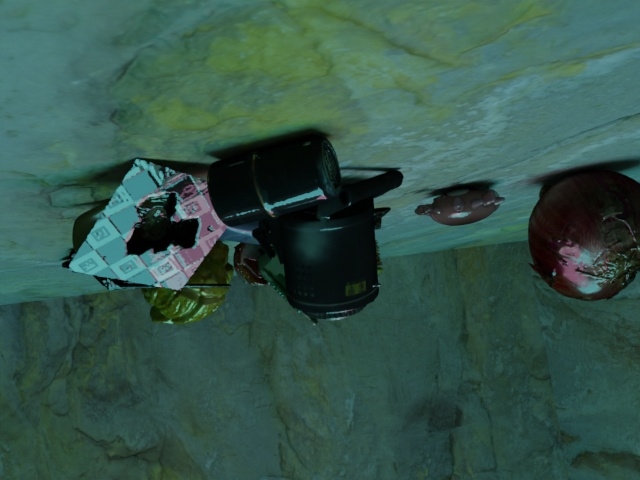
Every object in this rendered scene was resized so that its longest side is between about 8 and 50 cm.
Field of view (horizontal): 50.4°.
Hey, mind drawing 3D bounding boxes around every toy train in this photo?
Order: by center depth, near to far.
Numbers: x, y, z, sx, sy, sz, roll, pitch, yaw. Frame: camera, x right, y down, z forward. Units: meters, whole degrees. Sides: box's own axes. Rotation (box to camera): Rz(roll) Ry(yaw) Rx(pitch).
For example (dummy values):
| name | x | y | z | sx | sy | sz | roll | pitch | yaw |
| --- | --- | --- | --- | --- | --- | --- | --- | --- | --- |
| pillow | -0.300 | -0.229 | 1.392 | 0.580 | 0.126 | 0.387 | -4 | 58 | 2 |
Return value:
| name | x | y | z | sx | sy | sz | roll | pitch | yaw |
| --- | --- | --- | --- | --- | --- | --- | --- | --- | --- |
| toy train | -0.038 | 0.084 | 1.940 | 0.202 | 0.266 | 0.145 | -43 | -164 | 3 |

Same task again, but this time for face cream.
| name | x | y | z | sx | sy | sz | roll | pitch | yaw |
| --- | --- | --- | --- | --- | --- | --- | --- | --- | --- |
| face cream | -0.115 | -0.024 | 1.704 | 0.385 | 0.086 | 0.135 | 1 | 170 | -30 |

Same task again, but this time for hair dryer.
| name | x | y | z | sx | sy | sz | roll | pitch | yaw |
| --- | --- | --- | --- | --- | --- | --- | --- | --- | --- |
| hair dryer | -0.026 | -0.101 | 1.139 | 0.189 | 0.107 | 0.352 | -12 | -179 | 19 |

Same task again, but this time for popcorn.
| name | x | y | z | sx | sy | sz | roll | pitch | yaw |
| --- | --- | --- | --- | --- | --- | --- | --- | --- | --- |
| popcorn | -0.381 | 0.105 | 1.949 | 0.276 | 0.276 | 0.225 | -3 | 138 | -40 |

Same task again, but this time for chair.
| name | x | y | z | sx | sy | sz | roll | pitch | yaw |
| --- | --- | --- | --- | --- | --- | --- | --- | --- | --- |
| chair | -0.305 | 0.001 | 1.256 | 0.247 | 0.159 | 0.172 | -1 | -172 | -41 |

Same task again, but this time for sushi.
| name | x | y | z | sx | sy | sz | roll | pitch | yaw |
| --- | --- | --- | --- | --- | --- | --- | --- | --- | --- |
| sushi | -0.267 | -0.030 | 1.111 | 0.219 | 0.047 | 0.231 | 16 | 121 | -45 |

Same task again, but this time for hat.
| name | x | y | z | sx | sy | sz | roll | pitch | yaw |
| --- | --- | --- | --- | --- | --- | --- | --- | --- | --- |
| hat | 0.145 | -0.056 | 1.894 | 0.121 | 0.050 | 0.121 | -9 | 171 | -1 |

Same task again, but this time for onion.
| name | x | y | z | sx | sy | sz | roll | pitch | yaw |
| --- | --- | --- | --- | --- | --- | --- | --- | --- | --- |
| onion | 0.695 | -0.010 | 1.749 | 0.353 | 0.354 | 0.353 | -8 | 174 | -1 |

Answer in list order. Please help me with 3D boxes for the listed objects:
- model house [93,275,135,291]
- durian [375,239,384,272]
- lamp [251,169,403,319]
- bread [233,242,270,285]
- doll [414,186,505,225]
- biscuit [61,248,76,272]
| name | x | y | z | sx | sy | sz | roll | pitch | yaw |
| --- | --- | --- | --- | --- | --- | --- | --- | --- | --- |
| model house | -0.484 | 0.055 | 1.727 | 0.203 | 0.141 | 0.164 | -6 | 162 | -40 |
| durian | 0.089 | 0.056 | 2.275 | 0.237 | 0.177 | 0.200 | -2 | -177 | -8 |
| lamp | 0.028 | 0.032 | 1.441 | 0.205 | 0.272 | 0.374 | -23 | -174 | -40 |
| bread | -0.181 | 0.056 | 2.019 | 0.160 | 0.160 | 0.073 | -6 | 180 | -25 |
| doll | 0.352 | -0.085 | 1.715 | 0.262 | 0.093 | 0.211 | -6 | 177 | -25 |
| biscuit | -0.627 | 0.066 | 1.880 | 0.151 | 0.063 | 0.235 | 13 | 170 | -24 |
